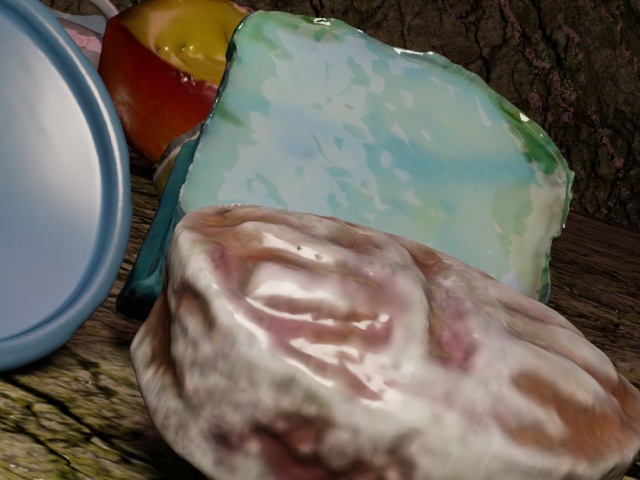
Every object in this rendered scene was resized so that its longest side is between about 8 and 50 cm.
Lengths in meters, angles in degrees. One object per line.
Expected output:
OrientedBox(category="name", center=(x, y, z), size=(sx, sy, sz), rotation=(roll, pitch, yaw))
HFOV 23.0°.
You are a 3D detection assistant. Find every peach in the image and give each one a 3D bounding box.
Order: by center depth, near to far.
OrientedBox(category="peach", center=(-0.119, -0.170, 2.092), size=(0.380, 0.242, 0.306), rotation=(30, 29, -2))

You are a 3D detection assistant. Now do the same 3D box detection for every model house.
OrientedBox(category="model house", center=(0.009, 0.012, 1.130), size=(0.261, 0.241, 0.226), rotation=(22, 48, -9))

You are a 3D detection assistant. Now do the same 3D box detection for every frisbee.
OrientedBox(category="frisbee", center=(-0.247, -0.052, 0.992), size=(0.289, 0.289, 0.049), rotation=(10, -25, -40))

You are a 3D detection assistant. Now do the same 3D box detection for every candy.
OrientedBox(category="candy", center=(0.035, 0.085, 0.885), size=(0.289, 0.157, 0.214), rotation=(21, 25, -14))

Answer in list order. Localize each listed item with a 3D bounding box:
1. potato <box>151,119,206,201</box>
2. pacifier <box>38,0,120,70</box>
OrientedBox(category="potato", center=(0.000, 0.000, 1.359), size=(0.300, 0.196, 0.246), rotation=(-11, -22, 15))
OrientedBox(category="pacifier", center=(-0.394, -0.243, 2.251), size=(0.287, 0.238, 0.226), rotation=(13, -20, -16))
